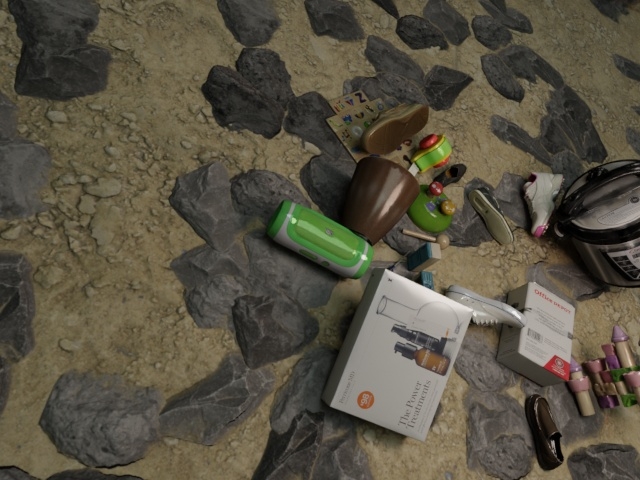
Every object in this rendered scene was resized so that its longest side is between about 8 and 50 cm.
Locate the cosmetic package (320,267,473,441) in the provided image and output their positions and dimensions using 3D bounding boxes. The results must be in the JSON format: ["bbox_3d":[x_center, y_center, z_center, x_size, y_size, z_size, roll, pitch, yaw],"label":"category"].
[{"bbox_3d":[0.206,0.298,1.418,0.285,0.097,0.377,24,82,-12],"label":"cosmetic package"}]

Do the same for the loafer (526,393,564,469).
[{"bbox_3d":[0.692,0.574,1.619,0.080,0.078,0.220,4,64,-25],"label":"loafer"}]

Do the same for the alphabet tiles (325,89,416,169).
[{"bbox_3d":[0.183,-0.375,1.882,0.285,0.011,0.342,-30,82,-35],"label":"alphabet tiles"}]

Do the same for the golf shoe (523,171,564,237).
[{"bbox_3d":[0.831,-0.144,2.050,0.140,0.115,0.306,21,58,14],"label":"golf shoe"}]

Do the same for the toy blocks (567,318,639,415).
[{"bbox_3d":[0.990,0.399,1.728,0.309,0.288,0.260,-6,74,-26],"label":"toy blocks"}]

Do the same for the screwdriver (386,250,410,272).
[{"bbox_3d":[0.236,0.073,1.681,0.025,0.024,0.170,25,44,21],"label":"screwdriver"}]

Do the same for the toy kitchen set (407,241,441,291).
[{"bbox_3d":[0.270,0.113,1.611,0.166,0.122,0.207,9,62,-23],"label":"toy kitchen set"}]

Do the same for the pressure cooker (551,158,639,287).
[{"bbox_3d":[1.061,-0.078,1.898,0.370,0.376,0.420,-51,122,-15],"label":"pressure cooker"}]

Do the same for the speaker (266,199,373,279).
[{"bbox_3d":[0.000,0.000,1.532,0.297,0.131,0.131,28,56,-12],"label":"speaker"}]

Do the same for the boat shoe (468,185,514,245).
[{"bbox_3d":[0.628,-0.091,1.919,0.079,0.084,0.233,-20,73,-32],"label":"boat shoe"}]

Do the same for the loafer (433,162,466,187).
[{"bbox_3d":[0.482,-0.242,1.933,0.170,0.061,0.062,-35,83,-36],"label":"loafer"}]

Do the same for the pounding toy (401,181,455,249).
[{"bbox_3d":[0.384,-0.105,1.787,0.183,0.110,0.236,25,57,-14],"label":"pounding toy"}]

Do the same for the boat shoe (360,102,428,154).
[{"bbox_3d":[0.239,-0.392,1.856,0.110,0.121,0.341,27,43,34],"label":"boat shoe"}]

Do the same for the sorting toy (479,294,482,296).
[{"bbox_3d":[0.513,0.207,1.754,0.062,0.012,0.083,-35,88,-30],"label":"sorting toy"}]

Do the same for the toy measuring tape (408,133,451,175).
[{"bbox_3d":[0.374,-0.277,1.857,0.121,0.121,0.330,40,53,-4],"label":"toy measuring tape"}]

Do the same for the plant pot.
[{"bbox_3d":[0.159,-0.099,1.630,0.215,0.215,0.230,32,68,-9],"label":"plant pot"}]

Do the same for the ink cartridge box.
[{"bbox_3d":[0.703,0.302,1.739,0.197,0.114,0.272,30,57,-10],"label":"ink cartridge box"}]

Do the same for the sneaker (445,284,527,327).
[{"bbox_3d":[0.507,0.229,1.671,0.258,0.094,0.091,21,70,17],"label":"sneaker"}]
